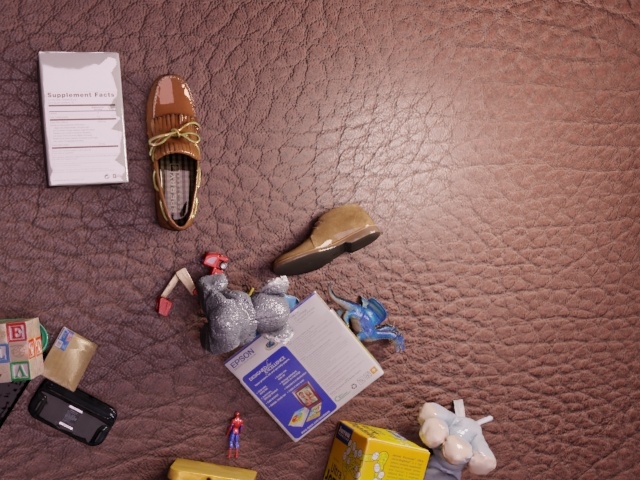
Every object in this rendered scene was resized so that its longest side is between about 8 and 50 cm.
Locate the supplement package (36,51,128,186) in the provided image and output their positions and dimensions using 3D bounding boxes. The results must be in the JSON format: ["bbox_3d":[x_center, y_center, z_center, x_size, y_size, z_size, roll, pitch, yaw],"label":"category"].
[{"bbox_3d":[-0.549,-0.271,1.742,0.175,0.177,0.292,-5,93,-21],"label":"supplement package"}]

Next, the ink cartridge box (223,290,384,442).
[{"bbox_3d":[-0.043,0.325,1.984,0.304,0.072,0.307,-38,105,2],"label":"ink cartridge box"}]

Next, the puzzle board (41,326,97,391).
[{"bbox_3d":[-0.600,0.282,1.803,0.096,0.011,0.128,36,53,-23],"label":"puzzle board"}]

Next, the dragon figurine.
[{"bbox_3d":[0.122,0.201,2.072,0.144,0.085,0.289,-35,104,-17],"label":"dragon figurine"}]

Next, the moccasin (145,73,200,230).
[{"bbox_3d":[-0.356,-0.213,1.836,0.139,0.147,0.379,3,91,-22],"label":"moccasin"}]

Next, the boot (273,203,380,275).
[{"bbox_3d":[0.000,0.000,2.029,0.305,0.112,0.115,-24,70,-15],"label":"boot"}]

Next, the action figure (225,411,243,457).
[{"bbox_3d":[-0.225,0.505,1.978,0.038,0.030,0.115,13,82,-27],"label":"action figure"}]

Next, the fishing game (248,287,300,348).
[{"bbox_3d":[-0.101,0.235,2.012,0.264,0.041,0.189,36,82,-19],"label":"fishing game"}]

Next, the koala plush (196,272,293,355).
[{"bbox_3d":[-0.172,0.182,1.839,0.221,0.203,0.196,-5,98,-19],"label":"koala plush"}]

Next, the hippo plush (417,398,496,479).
[{"bbox_3d":[0.335,0.600,2.127,0.234,0.294,0.236,29,108,-1],"label":"hippo plush"}]

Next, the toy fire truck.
[{"bbox_3d":[-0.325,0.110,1.914,0.135,0.047,0.192,20,85,-21],"label":"toy fire truck"}]

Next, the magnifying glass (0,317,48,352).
[{"bbox_3d":[-0.738,0.201,1.736,0.231,0.026,0.092,22,71,-4],"label":"magnifying glass"}]

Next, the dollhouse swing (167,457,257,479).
[{"bbox_3d":[-0.280,0.746,1.818,0.315,0.305,0.346,16,85,-21],"label":"dollhouse swing"}]

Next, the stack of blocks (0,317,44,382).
[{"bbox_3d":[-0.775,0.271,1.672,0.297,0.087,0.171,-6,91,-3],"label":"stack of blocks"}]

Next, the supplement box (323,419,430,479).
[{"bbox_3d":[0.122,0.693,2.032,0.195,0.194,0.356,17,85,-21],"label":"supplement box"}]

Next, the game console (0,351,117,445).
[{"bbox_3d":[-0.664,0.382,1.793,0.361,0.044,0.213,34,79,-18],"label":"game console"}]
